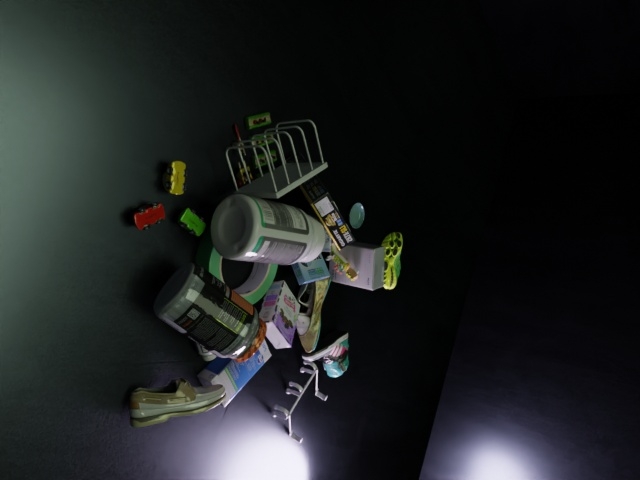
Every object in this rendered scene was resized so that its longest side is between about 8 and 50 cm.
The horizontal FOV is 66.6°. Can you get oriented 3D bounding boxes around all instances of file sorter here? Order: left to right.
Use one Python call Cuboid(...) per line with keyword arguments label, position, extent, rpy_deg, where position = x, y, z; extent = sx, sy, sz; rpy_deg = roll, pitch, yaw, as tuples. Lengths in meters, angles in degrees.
Cuboid(label="file sorter", position=(-0.147, -0.271, 1.603), extent=(0.278, 0.193, 0.173), rpy_deg=(-39, 124, -43))

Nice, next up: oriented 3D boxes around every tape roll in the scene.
Cuboid(label="tape roll", position=(-0.279, 0.069, 1.678), extent=(0.321, 0.077, 0.321), rpy_deg=(-14, 108, -50))

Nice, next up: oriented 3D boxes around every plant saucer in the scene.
Cuboid(label="plant saucer", position=(0.161, -0.116, 2.249), extent=(0.119, 0.021, 0.119), rpy_deg=(-16, 111, -50))

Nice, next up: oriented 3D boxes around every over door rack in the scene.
Cuboid(label="over door rack", position=(-0.090, 0.668, 2.040), extent=(0.239, 0.108, 0.324), rpy_deg=(-53, 149, -31))

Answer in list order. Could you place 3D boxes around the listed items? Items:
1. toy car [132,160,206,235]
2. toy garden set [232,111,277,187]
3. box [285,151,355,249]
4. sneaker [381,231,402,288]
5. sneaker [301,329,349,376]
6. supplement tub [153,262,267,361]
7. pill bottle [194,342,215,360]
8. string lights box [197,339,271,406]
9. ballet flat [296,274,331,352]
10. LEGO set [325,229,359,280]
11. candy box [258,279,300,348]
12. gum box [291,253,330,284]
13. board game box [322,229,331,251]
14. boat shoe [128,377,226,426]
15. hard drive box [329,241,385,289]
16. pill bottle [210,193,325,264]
Cuboid(label="toy car", position=(-0.434, -0.090, 1.462), extent=(0.225, 0.053, 0.239), rpy_deg=(51, 59, -45))
Cuboid(label="toy garden set", position=(-0.223, -0.305, 1.691), extent=(0.204, 0.049, 0.244), rpy_deg=(-30, 120, -45))
Cuboid(label="box", position=(-0.004, -0.149, 1.805), extent=(0.079, 0.322, 0.257), rpy_deg=(-33, 132, 2))
Cuboid(label="sneaker", position=(0.360, 0.102, 2.507), extent=(0.123, 0.110, 0.295), rpy_deg=(18, 80, -75))
Cuboid(label="sneaker", position=(0.031, 0.522, 2.143), extent=(0.296, 0.124, 0.178), rpy_deg=(-15, 100, -51))
Cuboid(label="supplement tub", position=(-0.326, 0.227, 1.486), extent=(0.316, 0.194, 0.193), rpy_deg=(43, 62, -25))
Cuboid(label="pill bottle", position=(-0.380, 0.335, 1.609), extent=(0.067, 0.067, 0.120), rpy_deg=(-37, 125, -42))
Cuboid(label="string lights box", position=(-0.298, 0.442, 1.730), extent=(0.260, 0.077, 0.133), rpy_deg=(-44, 129, -38))
Cuboid(label="ballet flat", position=(-0.050, 0.281, 2.003), extent=(0.123, 0.123, 0.348), rpy_deg=(19, 83, -52))
Cuboid(label="LEGO set", position=(0.051, 0.050, 2.053), extent=(0.107, 0.132, 0.286), rpy_deg=(-17, 89, -44))
Cuboid(label="candy box", position=(-0.153, 0.277, 1.834), extent=(0.196, 0.070, 0.164), rpy_deg=(-78, 149, -44))
Cuboid(label="gum box", position=(-0.054, 0.073, 1.924), extent=(0.157, 0.041, 0.184), rpy_deg=(-8, 71, -51))
Cuboid(label="board game box", position=(0.000, 0.000, 2.012), extent=(0.020, 0.090, 0.090), rpy_deg=(-44, 137, -76))
Cuboid(label="boat shoe", position=(-0.433, 0.481, 1.506), extent=(0.302, 0.113, 0.103), rpy_deg=(-5, 88, -39))
Cuboid(label="hard drive box", position=(0.155, 0.102, 2.115), extent=(0.089, 0.232, 0.181), rpy_deg=(-11, 107, -51))
Cuboid(label="pill bottle", position=(-0.157, -0.024, 1.584), extent=(0.361, 0.204, 0.204), rpy_deg=(11, 89, -53))
